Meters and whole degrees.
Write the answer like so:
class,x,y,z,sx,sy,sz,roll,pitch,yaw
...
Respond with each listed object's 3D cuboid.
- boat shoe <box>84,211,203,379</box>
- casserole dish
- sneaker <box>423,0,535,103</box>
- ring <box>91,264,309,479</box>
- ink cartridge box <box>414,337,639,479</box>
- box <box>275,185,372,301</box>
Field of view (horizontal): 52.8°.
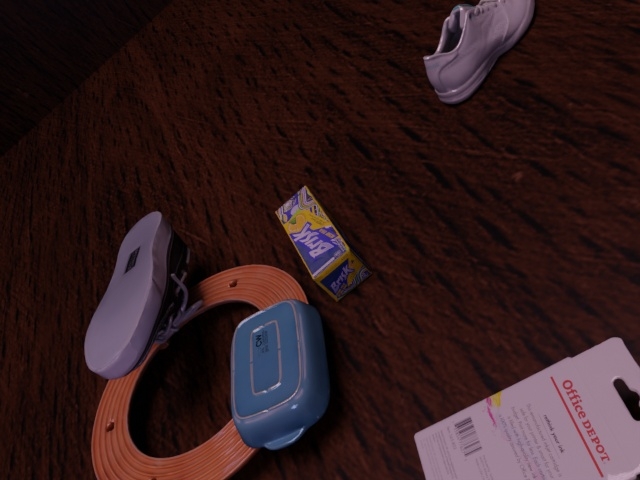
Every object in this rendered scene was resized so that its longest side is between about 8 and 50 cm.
class,x,y,z,sx,sy,sz,roll,pitch,yaw
boat shoe,-0.223,0.080,0.854,0.113,0.105,0.306,-37,28,11
casserole dish,-0.051,0.134,0.698,0.114,0.037,0.188,-27,37,15
sneaker,0.212,-0.290,0.865,0.080,0.094,0.212,15,66,51
ring,-0.147,0.171,0.801,0.337,0.032,0.336,-24,39,21
ink cartridge box,0.173,0.164,0.488,0.181,0.061,0.104,-32,38,17
box,0.000,0.000,0.820,0.059,0.054,0.169,-41,37,6
